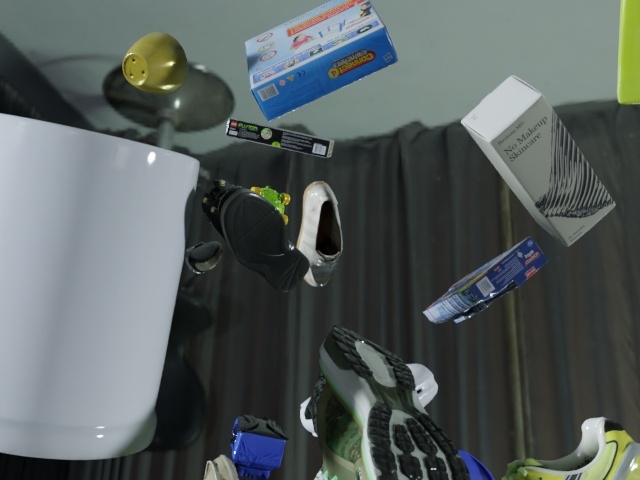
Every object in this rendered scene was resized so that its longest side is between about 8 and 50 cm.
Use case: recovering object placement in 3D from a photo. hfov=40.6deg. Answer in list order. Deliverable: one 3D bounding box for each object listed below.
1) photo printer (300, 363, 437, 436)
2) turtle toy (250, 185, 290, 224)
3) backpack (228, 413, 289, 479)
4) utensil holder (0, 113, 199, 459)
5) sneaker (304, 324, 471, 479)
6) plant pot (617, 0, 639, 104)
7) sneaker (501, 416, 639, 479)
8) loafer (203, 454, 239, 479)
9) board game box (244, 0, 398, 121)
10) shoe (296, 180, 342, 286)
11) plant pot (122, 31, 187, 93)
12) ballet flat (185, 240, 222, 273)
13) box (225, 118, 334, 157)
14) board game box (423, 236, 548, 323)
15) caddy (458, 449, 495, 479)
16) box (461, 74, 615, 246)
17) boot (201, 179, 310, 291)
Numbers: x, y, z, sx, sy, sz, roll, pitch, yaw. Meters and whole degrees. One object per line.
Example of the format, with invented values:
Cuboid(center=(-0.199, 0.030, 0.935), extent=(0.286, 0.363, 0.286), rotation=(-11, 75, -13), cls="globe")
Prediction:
Cuboid(center=(0.121, 0.392, 2.115), extent=(0.256, 0.107, 0.307), rotation=(-24, -178, -28), cls="photo printer")
Cuboid(center=(-0.124, -0.057, 1.919), extent=(0.095, 0.130, 0.066), rotation=(12, 165, -27), cls="turtle toy")
Cuboid(center=(-0.123, 0.375, 1.589), extent=(0.098, 0.101, 0.120), rotation=(18, -175, -11), cls="backpack")
Cuboid(center=(-0.346, 0.051, 1.141), extent=(0.327, 0.386, 0.327), rotation=(11, -179, 0), cls="utensil holder")
Cuboid(center=(0.066, 0.294, 1.142), extent=(0.158, 0.410, 0.182), rotation=(22, 112, -21), cls="sneaker")
Cuboid(center=(0.485, -0.283, 1.045), extent=(0.207, 0.227, 0.228), rotation=(4, -164, 26), cls="plant pot")
Cuboid(center=(0.252, 0.363, 1.099), extent=(0.384, 0.147, 0.145), rotation=(-28, 177, -11), cls="sneaker")
Cuboid(center=(-0.207, 0.509, 1.513), extent=(0.092, 0.269, 0.102), rotation=(13, 172, -23), cls="loafer")
Cuboid(center=(-0.008, -0.417, 1.905), extent=(0.308, 0.302, 0.086), rotation=(-24, 121, 7), cls="board game box")
Cuboid(center=(0.000, 0.000, 1.582), extent=(0.076, 0.058, 0.219), rotation=(-16, 125, -24), cls="shoe")
Cuboid(center=(-0.364, -0.370, 1.837), extent=(0.134, 0.134, 0.095), rotation=(-15, -169, 31), cls="plant pot")
Cuboid(center=(-0.179, 0.031, 1.359), extent=(0.057, 0.049, 0.173), rotation=(-27, -172, -11), cls="ballet flat")
Cuboid(center=(-0.079, -0.206, 1.747), extent=(0.207, 0.036, 0.114), rotation=(13, -172, 3), cls="box")
Cuboid(center=(0.289, 0.092, 1.592), extent=(0.194, 0.060, 0.194), rotation=(-33, 175, -34), cls="board game box")
Cuboid(center=(0.248, 0.568, 1.831), extent=(0.241, 0.179, 0.341), rotation=(24, -166, -10), cls="caddy")
Cuboid(center=(0.346, -0.120, 1.362), extent=(0.113, 0.094, 0.275), rotation=(-43, 125, 6), cls="box")
Cuboid(center=(-0.121, -0.033, 1.237), extent=(0.085, 0.178, 0.236), rotation=(-44, 146, -6), cls="boot")
